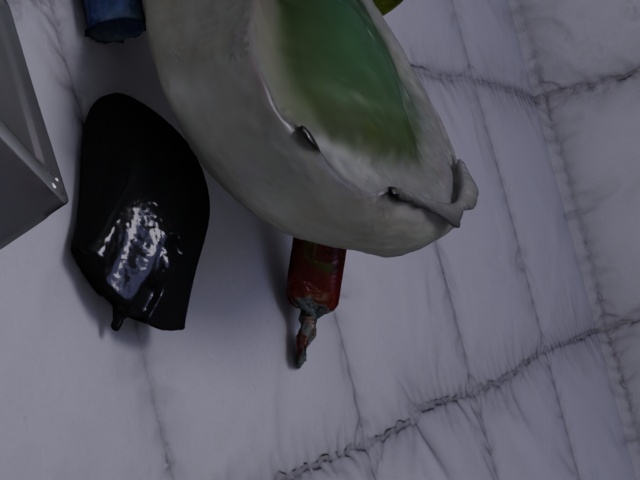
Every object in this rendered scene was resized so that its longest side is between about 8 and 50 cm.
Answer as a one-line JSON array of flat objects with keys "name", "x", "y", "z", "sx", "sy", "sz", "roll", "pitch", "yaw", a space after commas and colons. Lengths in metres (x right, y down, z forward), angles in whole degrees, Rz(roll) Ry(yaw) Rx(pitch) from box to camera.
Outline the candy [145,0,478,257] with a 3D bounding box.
[{"name": "candy", "x": -0.008, "y": -0.137, "z": 1.487, "sx": 0.427, "sy": 0.186, "sz": 0.386, "roll": 23, "pitch": 40, "yaw": -50}]

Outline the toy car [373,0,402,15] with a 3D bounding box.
[{"name": "toy car", "x": -0.002, "y": -0.331, "z": 1.822, "sx": 0.142, "sy": 0.200, "sz": 0.248, "roll": 65, "pitch": 18, "yaw": 12}]

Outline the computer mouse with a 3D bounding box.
[{"name": "computer mouse", "x": -0.155, "y": -0.033, "z": 1.370, "sx": 0.147, "sy": 0.088, "sz": 0.264, "roll": 46, "pitch": 37, "yaw": -47}]

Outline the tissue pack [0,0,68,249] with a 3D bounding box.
[{"name": "tissue pack", "x": -0.271, "y": -0.102, "z": 0.932, "sx": 0.159, "sy": 0.136, "sz": 0.246, "roll": 52, "pitch": 10, "yaw": -45}]

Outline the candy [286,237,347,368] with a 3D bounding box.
[{"name": "candy", "x": 0.001, "y": 0.000, "z": 1.695, "sx": 0.086, "sy": 0.059, "sz": 0.292, "roll": 41, "pitch": 58, "yaw": -79}]

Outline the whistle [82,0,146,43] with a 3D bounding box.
[{"name": "whistle", "x": -0.218, "y": -0.340, "z": 1.455, "sx": 0.062, "sy": 0.062, "sz": 0.304, "roll": 22, "pitch": 55, "yaw": -64}]
